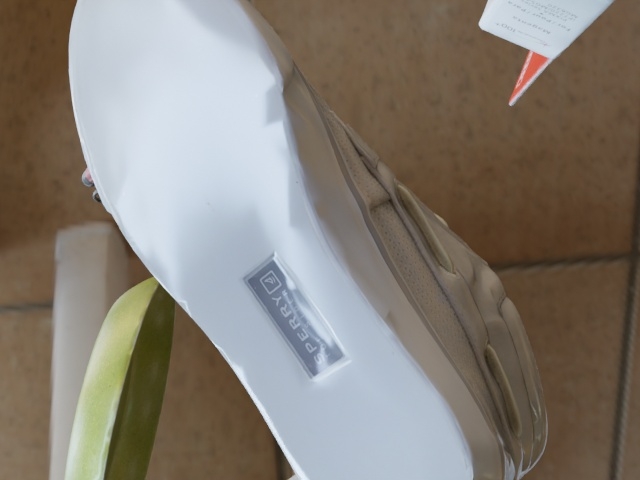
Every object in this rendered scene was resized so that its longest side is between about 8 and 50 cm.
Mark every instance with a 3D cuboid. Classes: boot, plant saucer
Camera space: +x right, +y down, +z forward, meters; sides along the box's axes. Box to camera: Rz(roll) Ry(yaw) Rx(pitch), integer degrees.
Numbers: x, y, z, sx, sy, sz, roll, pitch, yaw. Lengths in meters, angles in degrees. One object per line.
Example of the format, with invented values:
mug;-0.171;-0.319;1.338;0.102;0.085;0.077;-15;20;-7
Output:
boot;0.000;0.000;0.643;0.095;0.123;0.258;-31;84;23
plant saucer;-0.159;0.139;1.252;0.037;0.241;0.241;12;126;4

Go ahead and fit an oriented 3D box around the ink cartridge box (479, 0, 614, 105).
ink cartridge box;0.172;-0.243;1.007;0.060;0.239;0.275;23;77;-4

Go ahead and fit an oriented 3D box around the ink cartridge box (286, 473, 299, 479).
ink cartridge box;0.006;0.252;1.127;0.176;0.127;0.128;-29;132;-29

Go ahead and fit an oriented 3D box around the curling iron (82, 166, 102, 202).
curling iron;-0.133;-0.101;1.334;0.068;0.035;0.274;-10;160;-31
